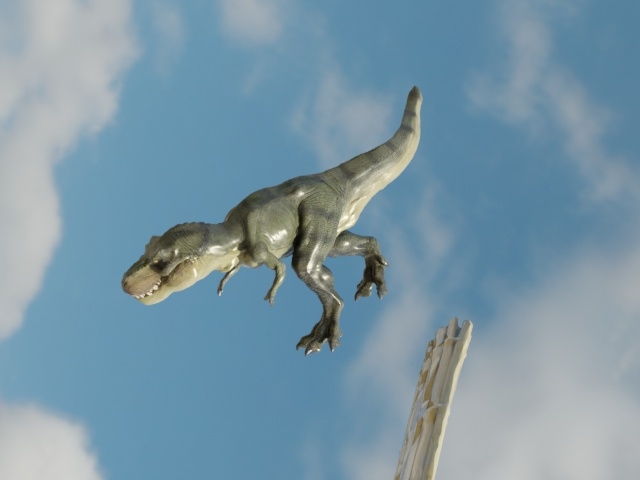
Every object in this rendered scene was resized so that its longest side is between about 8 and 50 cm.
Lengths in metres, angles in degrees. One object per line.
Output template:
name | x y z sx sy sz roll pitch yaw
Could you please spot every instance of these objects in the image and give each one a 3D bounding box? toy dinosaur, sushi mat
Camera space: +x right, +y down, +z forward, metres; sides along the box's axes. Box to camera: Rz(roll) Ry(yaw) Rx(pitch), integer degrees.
toy dinosaur | 0.000 0.000 0.838 0.064 0.268 0.118 0 -64 53
sushi mat | 0.009 0.140 0.390 0.316 0.019 0.151 -55 159 -71
